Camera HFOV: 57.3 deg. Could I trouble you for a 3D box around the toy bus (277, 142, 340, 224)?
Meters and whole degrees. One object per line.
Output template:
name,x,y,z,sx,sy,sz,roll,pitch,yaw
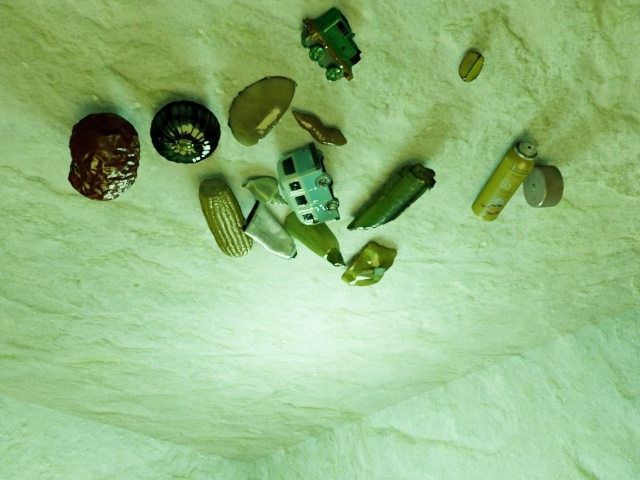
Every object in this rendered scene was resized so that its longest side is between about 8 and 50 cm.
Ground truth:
toy bus,-0.038,-0.168,1.924,0.165,0.133,0.271,-19,141,4

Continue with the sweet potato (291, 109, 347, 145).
sweet potato,-0.005,-0.335,1.787,0.218,0.051,0.065,22,90,-35

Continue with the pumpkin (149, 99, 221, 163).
pumpkin,-0.385,-0.305,1.671,0.202,0.140,0.202,-8,140,-7

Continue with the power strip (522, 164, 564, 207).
power strip,0.789,-0.192,2.083,0.078,0.154,0.154,-5,142,-12

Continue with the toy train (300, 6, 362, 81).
toy train,0.035,-0.516,1.549,0.136,0.091,0.228,-38,135,16

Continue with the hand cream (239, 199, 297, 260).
hand cream,-0.175,-0.018,2.100,0.076,0.121,0.336,17,163,31

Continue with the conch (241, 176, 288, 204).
conch,-0.176,-0.161,1.958,0.180,0.065,0.088,26,131,-26

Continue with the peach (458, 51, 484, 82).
peach,0.431,-0.504,1.684,0.077,0.050,0.083,-31,153,-12

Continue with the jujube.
jujube,-0.607,-0.234,1.649,0.213,0.213,0.232,5,138,-19

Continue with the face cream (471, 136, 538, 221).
face cream,0.654,-0.217,2.053,0.105,0.105,0.348,4,139,-18

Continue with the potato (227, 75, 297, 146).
potato,-0.186,-0.362,1.676,0.120,0.100,0.261,26,129,-38

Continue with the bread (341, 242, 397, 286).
bread,0.200,0.115,2.377,0.161,0.088,0.233,21,130,-27

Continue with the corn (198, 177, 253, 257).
corn,-0.321,-0.075,1.982,0.131,0.131,0.344,-12,140,1

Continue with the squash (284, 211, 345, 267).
squash,0.003,-0.015,2.061,0.137,0.287,0.137,-21,129,-29

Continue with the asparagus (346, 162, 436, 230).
asparagus,0.246,-0.130,2.068,0.128,0.108,0.382,16,137,-31
